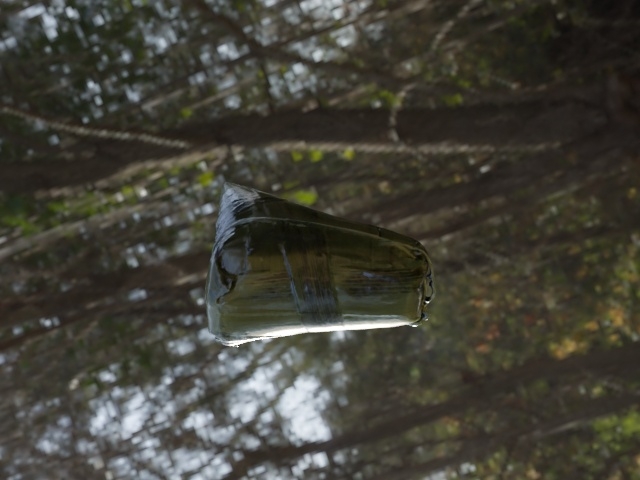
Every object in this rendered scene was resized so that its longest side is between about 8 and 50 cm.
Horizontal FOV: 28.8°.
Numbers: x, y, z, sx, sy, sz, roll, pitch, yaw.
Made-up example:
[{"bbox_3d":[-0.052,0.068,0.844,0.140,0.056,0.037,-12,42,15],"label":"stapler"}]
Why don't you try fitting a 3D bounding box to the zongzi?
[{"bbox_3d":[0.000,0.000,0.593,0.113,0.104,0.052,-89,-3,-57],"label":"zongzi"}]
